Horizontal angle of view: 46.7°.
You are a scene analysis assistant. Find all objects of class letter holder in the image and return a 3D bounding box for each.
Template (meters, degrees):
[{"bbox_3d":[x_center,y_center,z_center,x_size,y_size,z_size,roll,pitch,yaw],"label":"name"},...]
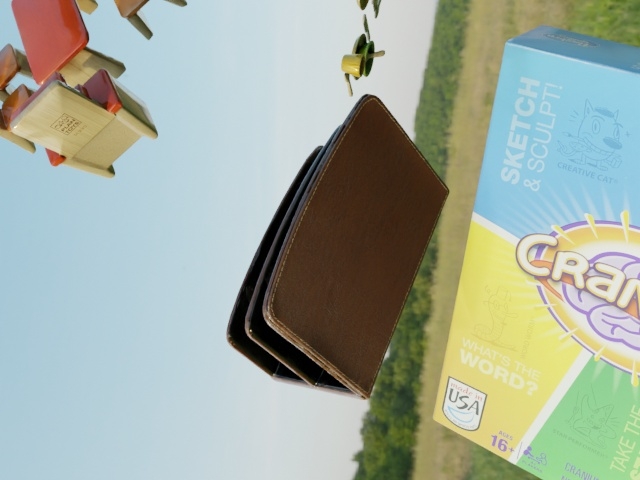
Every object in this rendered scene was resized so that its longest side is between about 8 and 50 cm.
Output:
[{"bbox_3d":[0.000,0.000,0.890,0.214,0.152,0.302,45,-121,-39],"label":"letter holder"}]

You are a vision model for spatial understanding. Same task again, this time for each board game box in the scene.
[{"bbox_3d":[0.214,0.043,0.496,0.064,0.242,0.317,-31,-45,-45],"label":"board game box"}]

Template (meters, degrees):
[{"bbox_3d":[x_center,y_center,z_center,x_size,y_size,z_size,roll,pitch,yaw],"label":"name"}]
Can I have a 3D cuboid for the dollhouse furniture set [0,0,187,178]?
[{"bbox_3d":[-0.279,-0.202,0.796,0.135,0.262,0.259,28,-152,-56],"label":"dollhouse furniture set"}]

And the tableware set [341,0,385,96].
[{"bbox_3d":[0.053,-0.230,0.752,0.104,0.024,0.154,62,-137,-68],"label":"tableware set"}]
